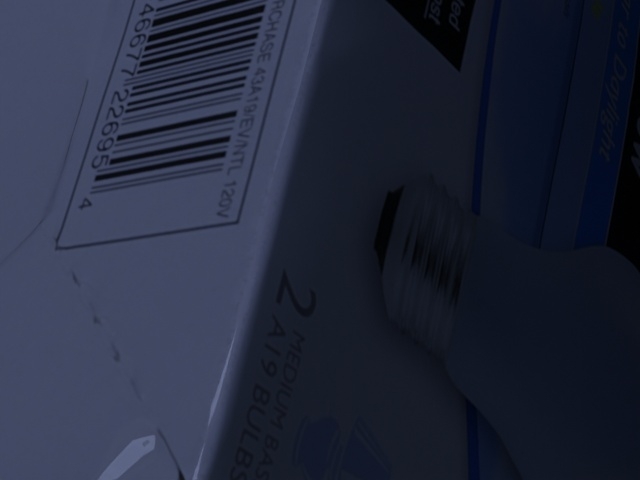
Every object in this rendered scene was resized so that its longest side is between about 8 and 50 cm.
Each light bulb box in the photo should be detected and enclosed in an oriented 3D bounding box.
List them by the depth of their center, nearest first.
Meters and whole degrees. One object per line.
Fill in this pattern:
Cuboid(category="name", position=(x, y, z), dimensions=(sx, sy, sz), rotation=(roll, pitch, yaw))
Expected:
Cuboid(category="light bulb box", position=(0.017, 0.016, 0.713), dimensions=(0.225, 0.361, 0.358), rotation=(-7, 60, 38))
